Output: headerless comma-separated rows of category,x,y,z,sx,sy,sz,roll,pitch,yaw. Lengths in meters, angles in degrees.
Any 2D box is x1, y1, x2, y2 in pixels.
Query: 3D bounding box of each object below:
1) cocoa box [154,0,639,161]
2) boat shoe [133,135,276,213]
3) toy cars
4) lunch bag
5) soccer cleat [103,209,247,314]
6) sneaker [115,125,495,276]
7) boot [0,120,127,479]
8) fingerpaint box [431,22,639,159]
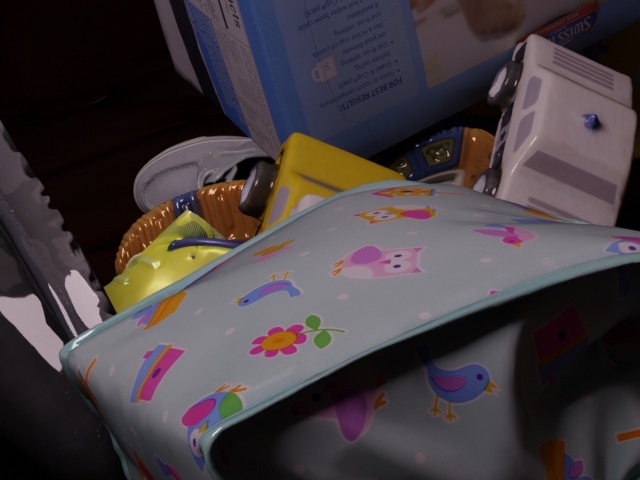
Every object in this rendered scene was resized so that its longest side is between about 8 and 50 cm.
cocoa box,0.061,-0.240,1.119,0.347,0.231,0.228,-27,37,-14
boat shoe,-0.073,-0.054,1.414,0.228,0.079,0.081,-7,12,18
toy cars,0.083,-0.026,0.951,0.394,0.176,0.087,-25,-16,-33
lunch bag,0.044,0.064,0.717,0.262,0.160,0.223,-27,17,-20
soccer cleat,-0.101,0.044,0.997,0.289,0.121,0.093,-16,15,-3
sneaker,0.000,0.000,1.150,0.297,0.111,0.131,-13,-2,-1
boot,-0.336,0.107,0.871,0.445,0.146,0.367,-31,58,-10
fingerpaint box,0.313,-0.196,1.390,0.445,0.163,0.371,-12,15,8
